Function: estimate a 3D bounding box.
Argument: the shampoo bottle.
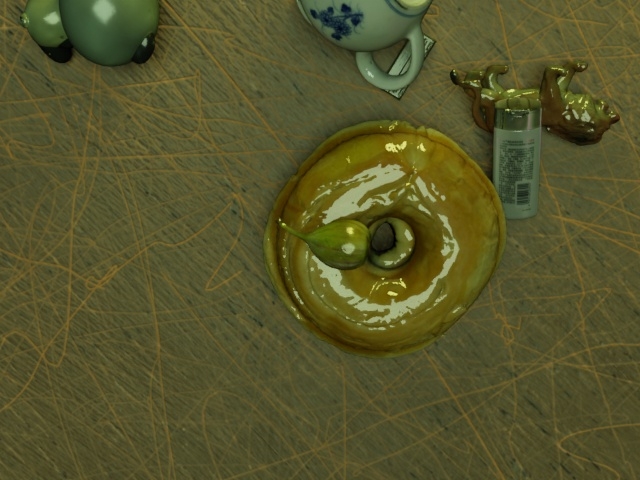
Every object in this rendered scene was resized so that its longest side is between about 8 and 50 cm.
[{"bbox_3d":[0.356,-0.146,1.695,0.086,0.056,0.227,-1,124,8],"label":"shampoo bottle"}]

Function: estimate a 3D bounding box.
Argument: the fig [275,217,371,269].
[{"bbox_3d":[0.008,0.006,1.571,0.166,0.093,0.093,2,101,27],"label":"fig"}]

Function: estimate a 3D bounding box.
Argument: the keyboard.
[{"bbox_3d":[0.161,-0.328,1.733,0.049,0.015,0.129,32,99,1],"label":"keyboard"}]

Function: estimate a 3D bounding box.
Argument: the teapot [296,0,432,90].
[{"bbox_3d":[0.055,-0.449,1.613,0.252,0.280,0.424,-46,120,-33],"label":"teapot"}]

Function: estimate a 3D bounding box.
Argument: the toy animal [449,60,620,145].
[{"bbox_3d":[0.392,-0.246,1.706,0.312,0.097,0.157,-3,106,3],"label":"toy animal"}]

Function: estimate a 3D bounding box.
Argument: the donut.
[{"bbox_3d":[0.117,0.003,1.697,0.449,0.198,0.449,0,101,0],"label":"donut"}]

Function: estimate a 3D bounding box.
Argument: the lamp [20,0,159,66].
[{"bbox_3d":[-0.403,-0.404,1.655,0.244,0.198,0.198,-3,100,25],"label":"lamp"}]
